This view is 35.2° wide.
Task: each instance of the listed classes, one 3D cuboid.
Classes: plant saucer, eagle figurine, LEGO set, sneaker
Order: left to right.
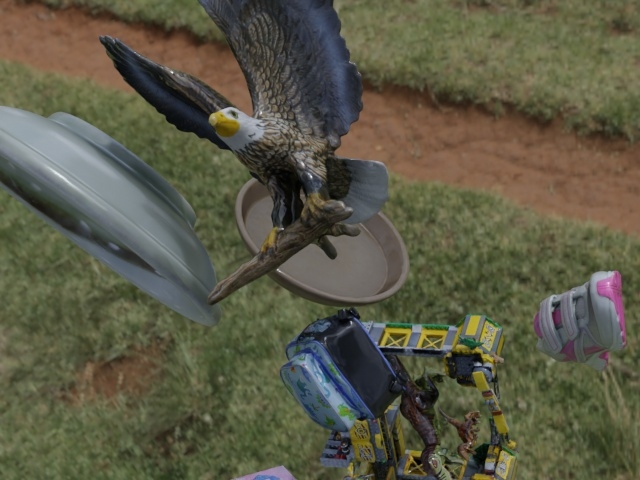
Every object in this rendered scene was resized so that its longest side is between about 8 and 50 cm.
[{"bbox_3d":[-0.261,-0.050,1.204,0.400,0.400,0.100,25,74,36],"label":"plant saucer"},{"bbox_3d":[-0.066,-0.124,1.007,0.226,0.225,0.298,-21,73,-12],"label":"eagle figurine"},{"bbox_3d":[0.000,0.000,1.486,0.277,0.041,0.278,18,38,-14],"label":"plant saucer"},{"bbox_3d":[0.116,0.255,1.235,0.255,0.331,0.192,8,38,17],"label":"LEGO set"},{"bbox_3d":[0.362,0.119,1.426,0.111,0.252,0.103,2,62,4],"label":"sneaker"}]

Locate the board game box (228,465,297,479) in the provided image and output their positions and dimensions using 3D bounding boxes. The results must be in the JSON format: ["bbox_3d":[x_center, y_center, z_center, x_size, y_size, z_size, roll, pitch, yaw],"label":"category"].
[{"bbox_3d":[-0.125,0.390,1.180,0.318,0.066,0.318,-11,16,-23],"label":"board game box"}]

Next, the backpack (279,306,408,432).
[{"bbox_3d":[0.012,0.127,0.966,0.084,0.105,0.114,-39,6,-19],"label":"backpack"}]
